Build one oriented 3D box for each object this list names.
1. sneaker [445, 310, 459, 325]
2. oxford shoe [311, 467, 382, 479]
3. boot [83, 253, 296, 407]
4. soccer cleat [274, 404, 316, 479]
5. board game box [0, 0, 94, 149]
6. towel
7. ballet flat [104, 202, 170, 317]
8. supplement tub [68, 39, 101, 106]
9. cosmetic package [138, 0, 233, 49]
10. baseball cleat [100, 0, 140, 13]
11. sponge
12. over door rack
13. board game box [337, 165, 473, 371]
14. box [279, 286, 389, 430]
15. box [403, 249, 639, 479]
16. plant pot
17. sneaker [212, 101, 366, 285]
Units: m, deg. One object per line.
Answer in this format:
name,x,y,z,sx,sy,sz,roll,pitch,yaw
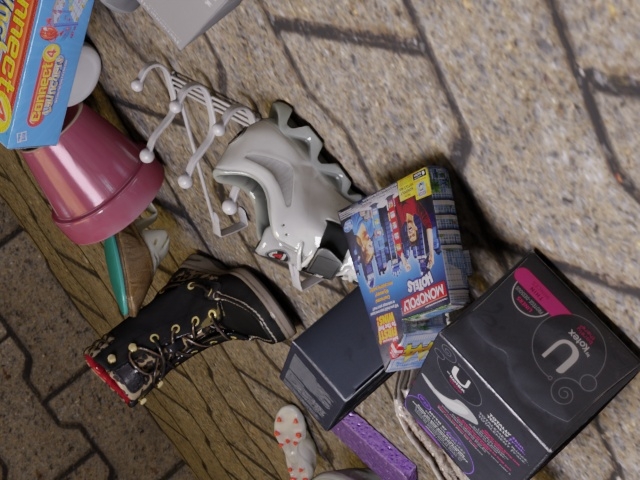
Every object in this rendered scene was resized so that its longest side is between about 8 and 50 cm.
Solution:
sneaker,0.140,0.079,1.506,0.061,0.053,0.152,-91,-8,-48
oxford shoe,0.170,0.555,2.320,0.449,0.169,0.130,38,-156,12
boot,-0.228,0.165,2.214,0.377,0.284,0.138,22,147,56
soccer cleat,-0.047,0.396,2.604,0.068,0.076,0.196,3,123,21
board game box,-0.450,-0.333,1.824,0.302,0.086,0.308,38,121,33
towel,0.181,0.246,1.639,0.282,0.049,0.187,55,-155,-22
ballet flat,-0.340,-0.019,2.308,0.116,0.124,0.342,103,147,-47
supplement tub,-0.448,-0.304,2.089,0.190,0.117,0.117,40,159,30
cosmetic package,-0.126,-0.299,1.365,0.127,0.107,0.238,49,159,-6
baseball cleat,-0.234,-0.333,1.605,0.109,0.072,0.206,36,162,20
sponge,0.087,0.358,2.258,0.210,0.031,0.117,39,159,29
over door rack,-0.137,-0.076,1.819,0.239,0.108,0.324,32,154,46
board game box,0.102,0.037,1.407,0.194,0.060,0.194,-25,73,60
box,0.041,0.156,1.779,0.108,0.153,0.207,47,161,11
box,0.207,0.155,1.395,0.165,0.143,0.270,47,162,14
plant pot,-0.386,-0.123,2.136,0.180,0.201,0.201,53,163,-29
sneaker,0.000,0.000,1.590,0.330,0.146,0.122,47,160,5
